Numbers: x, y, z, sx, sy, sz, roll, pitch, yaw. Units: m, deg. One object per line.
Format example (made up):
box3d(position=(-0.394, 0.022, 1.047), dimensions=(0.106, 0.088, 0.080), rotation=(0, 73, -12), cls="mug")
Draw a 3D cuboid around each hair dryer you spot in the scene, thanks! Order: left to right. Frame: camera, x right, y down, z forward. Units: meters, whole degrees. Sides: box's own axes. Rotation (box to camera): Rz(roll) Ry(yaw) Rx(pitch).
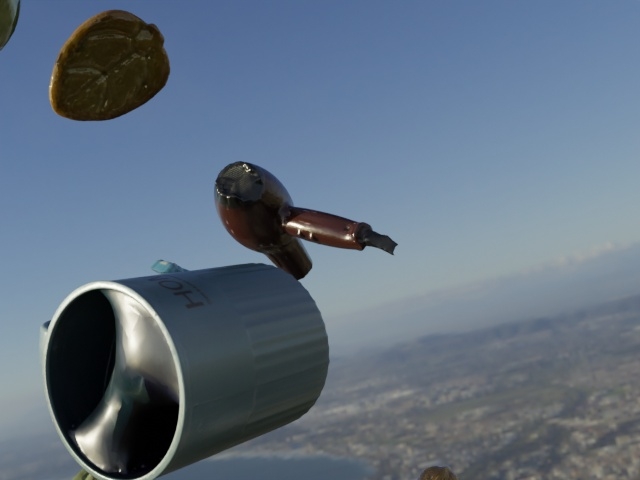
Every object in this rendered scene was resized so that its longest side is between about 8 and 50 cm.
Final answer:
box3d(position=(0.000, 0.000, 1.769), dimensions=(0.340, 0.123, 0.312), rotation=(15, -23, 34), cls="hair dryer")

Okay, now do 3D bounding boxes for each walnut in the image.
box3d(position=(0.244, 0.519, 2.178), dimensions=(0.105, 0.125, 0.105), rotation=(14, 22, -6), cls="walnut")

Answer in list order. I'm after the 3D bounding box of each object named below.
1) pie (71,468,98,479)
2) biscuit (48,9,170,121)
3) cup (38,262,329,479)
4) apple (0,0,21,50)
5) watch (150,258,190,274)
box3d(position=(-0.397, 0.574, 2.082), dimensions=(0.302, 0.303, 0.067), rotation=(-14, 0, -2), cls="pie")
box3d(position=(-0.415, -0.329, 2.060), dimensions=(0.260, 0.203, 0.041), rotation=(-37, 32, -2), cls="biscuit")
box3d(position=(-0.193, 0.177, 1.446), dimensions=(0.331, 0.257, 0.311), rotation=(-25, -10, 37), cls="cup")
box3d(position=(-0.617, -0.403, 1.547), dimensions=(0.357, 0.357, 0.357), rotation=(-14, -5, -1), cls="apple")
box3d(position=(-0.343, 0.166, 2.537), dimensions=(0.210, 0.193, 0.211), rotation=(22, -9, 4), cls="watch")
